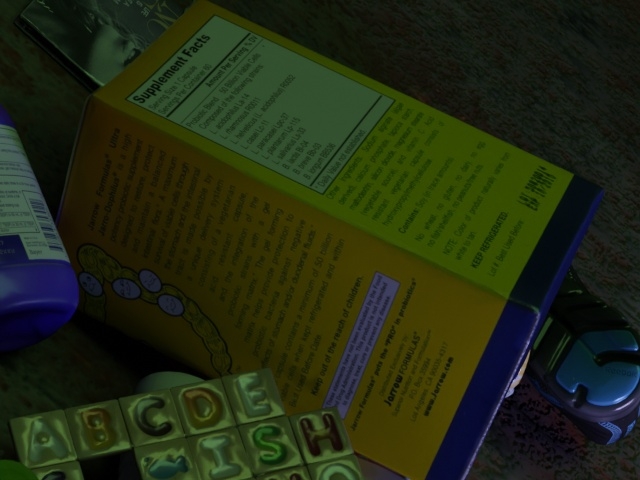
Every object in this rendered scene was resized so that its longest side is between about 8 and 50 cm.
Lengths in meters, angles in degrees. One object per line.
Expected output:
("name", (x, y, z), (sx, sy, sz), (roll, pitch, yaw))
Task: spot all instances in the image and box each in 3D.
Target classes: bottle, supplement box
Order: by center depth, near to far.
("bottle", (-0.274, -0.055, 1.309), (0.118, 0.092, 0.283), (-4, 62, -49))
("supplement box", (0.000, 0.000, 1.360), (0.356, 0.195, 0.194), (26, 36, 8))

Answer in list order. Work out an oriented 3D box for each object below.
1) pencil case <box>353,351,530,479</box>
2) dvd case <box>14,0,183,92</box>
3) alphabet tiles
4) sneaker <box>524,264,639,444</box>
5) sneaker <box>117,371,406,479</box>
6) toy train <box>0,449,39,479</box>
("pencil case", (0.081, 0.128, 1.512), (0.273, 0.113, 0.124), (-36, 118, -54))
("dvd case", (-0.151, -0.162, 1.591), (0.221, 0.018, 0.164), (42, 37, -12))
("alphabet tiles", (-0.076, 0.190, 1.234), (0.237, 0.009, 0.198), (-10, 64, -23))
("sneaker", (0.189, 0.052, 1.708), (0.341, 0.125, 0.140), (60, -5, 30))
("sneaker", (-0.028, 0.233, 1.324), (0.292, 0.108, 0.169), (27, 44, -15))
("toy train", (-0.222, 0.178, 1.122), (0.105, 0.143, 0.248), (43, 37, -12))
